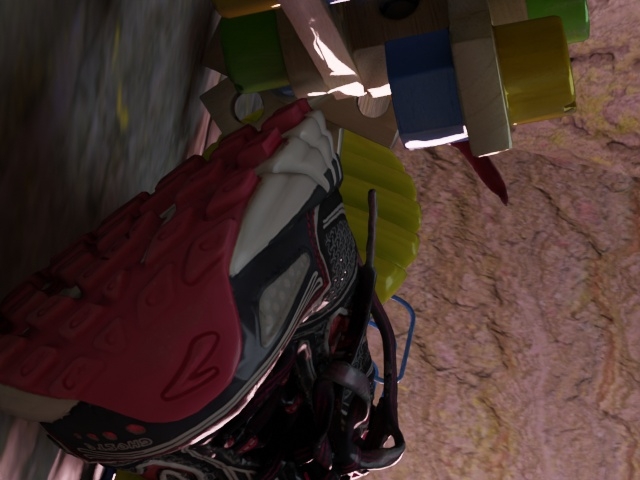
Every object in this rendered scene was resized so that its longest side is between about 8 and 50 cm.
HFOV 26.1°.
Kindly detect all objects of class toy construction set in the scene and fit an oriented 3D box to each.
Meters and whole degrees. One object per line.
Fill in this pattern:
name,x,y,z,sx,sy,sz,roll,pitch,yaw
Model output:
toy construction set,0.021,-0.123,0.535,0.328,0.151,0.215,149,-70,-84

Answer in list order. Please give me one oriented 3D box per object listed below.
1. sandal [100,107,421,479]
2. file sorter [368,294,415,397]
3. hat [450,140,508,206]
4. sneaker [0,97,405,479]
sandal,-0.040,0.064,0.687,0.138,0.126,0.317,122,-9,-51
file sorter,-0.001,0.122,1.213,0.118,0.104,0.170,-73,-171,-51
hat,0.077,-0.164,0.998,0.208,0.184,0.173,96,8,-66
sneaker,-0.020,0.038,0.449,0.121,0.112,0.299,-35,174,0
